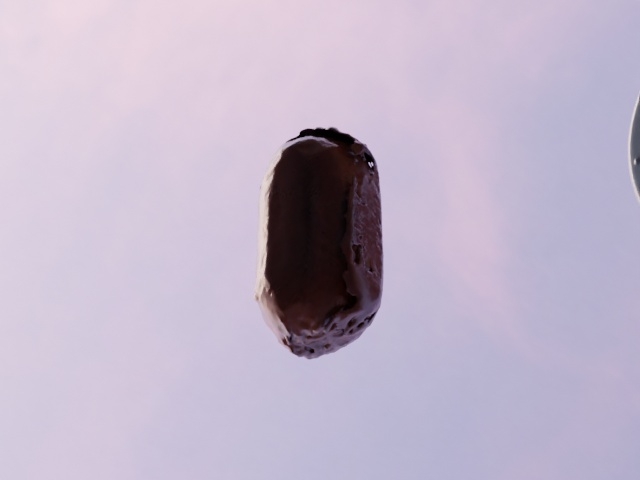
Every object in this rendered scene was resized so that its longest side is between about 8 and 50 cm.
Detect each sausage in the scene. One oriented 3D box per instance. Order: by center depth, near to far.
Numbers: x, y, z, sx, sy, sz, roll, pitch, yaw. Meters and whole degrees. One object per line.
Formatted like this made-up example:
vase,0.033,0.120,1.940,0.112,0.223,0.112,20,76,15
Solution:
sausage,0.000,0.000,1.114,0.076,0.076,0.141,-18,-122,25

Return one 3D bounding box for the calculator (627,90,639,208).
calculator,0.298,-0.034,1.198,0.303,0.042,0.188,42,-63,49
